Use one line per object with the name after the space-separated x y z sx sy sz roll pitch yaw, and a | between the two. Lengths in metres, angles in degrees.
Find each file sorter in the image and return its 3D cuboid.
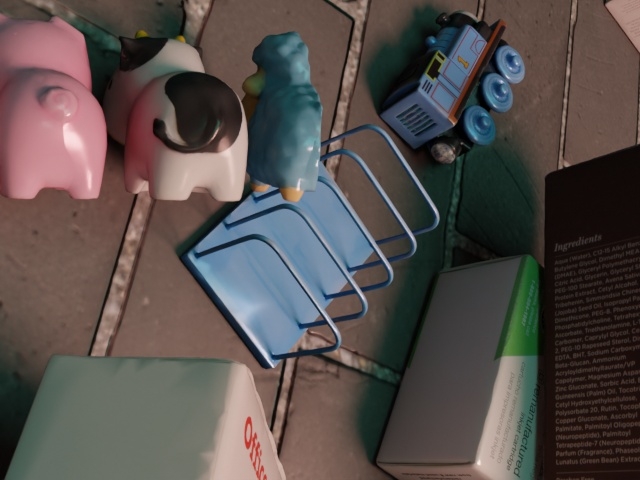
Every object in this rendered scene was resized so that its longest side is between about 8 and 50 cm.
0.000 0.000 0.709 0.118 0.104 0.170 55 51 -15 | file sorter

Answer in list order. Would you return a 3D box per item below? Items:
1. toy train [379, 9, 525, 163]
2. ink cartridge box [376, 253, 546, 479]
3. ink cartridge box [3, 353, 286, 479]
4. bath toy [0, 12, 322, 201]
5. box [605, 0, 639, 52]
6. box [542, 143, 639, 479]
0.139 -0.161 0.888 0.105 0.080 0.184 42 55 -17 | toy train
0.216 0.181 0.833 0.289 0.121 0.211 38 57 -27 | ink cartridge box
-0.101 0.227 0.459 0.201 0.117 0.278 81 14 -50 | ink cartridge box
-0.166 -0.094 0.573 0.348 0.151 0.129 -2 101 -33 | bath toy
0.493 -0.324 1.221 0.170 0.091 0.130 42 55 -24 | box
0.298 0.127 0.745 0.191 0.143 0.381 21 63 -36 | box
